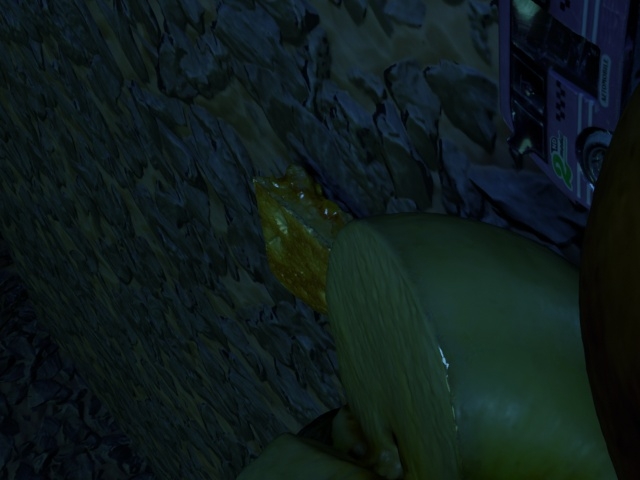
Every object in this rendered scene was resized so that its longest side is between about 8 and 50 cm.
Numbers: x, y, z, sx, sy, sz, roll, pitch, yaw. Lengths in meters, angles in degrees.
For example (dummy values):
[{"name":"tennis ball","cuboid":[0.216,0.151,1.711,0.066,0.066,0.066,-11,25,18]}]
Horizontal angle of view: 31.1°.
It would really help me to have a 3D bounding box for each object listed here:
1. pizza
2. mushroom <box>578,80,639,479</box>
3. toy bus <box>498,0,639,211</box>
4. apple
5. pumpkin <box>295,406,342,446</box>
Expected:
[{"name":"pizza","cuboid":[0.001,0.000,0.886,0.175,0.046,0.134,17,136,60]},{"name":"mushroom","cuboid":[0.228,0.075,0.304,0.345,0.260,0.345,-23,-90,-84]},{"name":"toy bus","cuboid":[0.116,-0.099,0.424,0.098,0.087,0.178,42,152,40]},{"name":"apple","cuboid":[0.074,0.145,0.637,0.233,0.295,0.258,22,175,-11]},{"name":"pumpkin","cuboid":[0.079,0.275,0.897,0.320,0.192,0.320,47,157,26]}]
